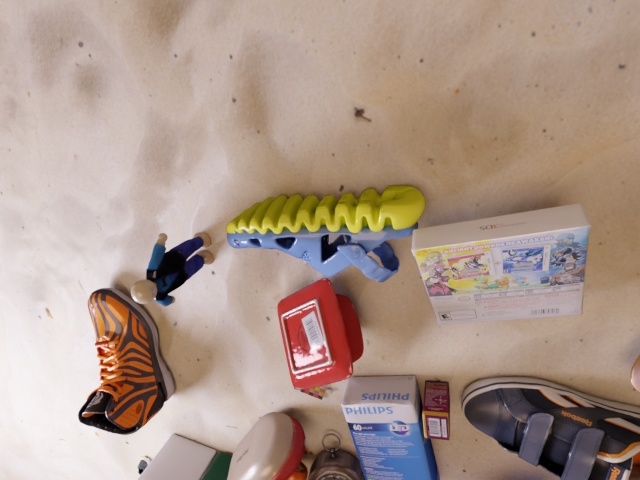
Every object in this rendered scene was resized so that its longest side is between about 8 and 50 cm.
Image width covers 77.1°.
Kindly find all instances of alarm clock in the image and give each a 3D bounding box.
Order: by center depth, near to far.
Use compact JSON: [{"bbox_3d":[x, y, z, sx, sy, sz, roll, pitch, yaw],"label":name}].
[{"bbox_3d":[0.033,0.503,0.852,0.129,0.064,0.192,-8,92,10],"label":"alarm clock"}]

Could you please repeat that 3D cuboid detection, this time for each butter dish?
[{"bbox_3d":[0.016,0.159,0.691,0.160,0.118,0.160,-32,64,43],"label":"butter dish"}]

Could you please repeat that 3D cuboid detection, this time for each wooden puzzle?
[{"bbox_3d":[-0.015,0.297,0.819,0.083,0.006,0.049,18,117,10],"label":"wooden puzzle"}]

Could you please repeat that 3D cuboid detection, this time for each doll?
[{"bbox_3d":[-0.252,0.047,0.682,0.046,0.189,0.129,6,115,16],"label":"doll"}]

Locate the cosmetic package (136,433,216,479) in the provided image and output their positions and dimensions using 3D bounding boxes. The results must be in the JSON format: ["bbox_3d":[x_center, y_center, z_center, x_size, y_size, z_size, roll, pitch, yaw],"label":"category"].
[{"bbox_3d":[-0.363,0.648,0.966,0.138,0.224,0.225,12,117,13],"label":"cosmetic package"}]

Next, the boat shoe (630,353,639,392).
[{"bbox_3d":[0.509,0.129,0.542,0.073,0.073,0.207,3,125,-25],"label":"boat shoe"}]

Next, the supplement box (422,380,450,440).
[{"bbox_3d":[0.203,0.295,0.702,0.043,0.083,0.055,-3,112,19],"label":"supplement box"}]

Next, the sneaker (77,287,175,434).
[{"bbox_3d":[-0.431,0.269,0.845,0.124,0.180,0.321,-12,109,22],"label":"sneaker"}]

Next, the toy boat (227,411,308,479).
[{"bbox_3d":[-0.095,0.481,0.859,0.151,0.151,0.231,27,120,-14],"label":"toy boat"}]

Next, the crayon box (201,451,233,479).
[{"bbox_3d":[-0.138,0.732,0.996,0.313,0.106,0.363,13,116,12],"label":"crayon box"}]

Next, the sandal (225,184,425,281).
[{"bbox_3d":[0.000,0.000,0.621,0.317,0.126,0.138,0,117,20],"label":"sandal"}]

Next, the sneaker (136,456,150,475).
[{"bbox_3d":[-0.487,0.638,1.110,0.031,0.035,0.083,-1,113,19],"label":"sneaker"}]

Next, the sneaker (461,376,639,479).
[{"bbox_3d":[0.388,0.309,0.626,0.321,0.127,0.126,5,116,18],"label":"sneaker"}]

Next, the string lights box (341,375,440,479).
[{"bbox_3d":[0.140,0.387,0.768,0.133,0.077,0.260,-8,110,21],"label":"string lights box"}]

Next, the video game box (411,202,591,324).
[{"bbox_3d":[0.248,0.045,0.560,0.205,0.048,0.187,-9,136,21],"label":"video game box"}]
